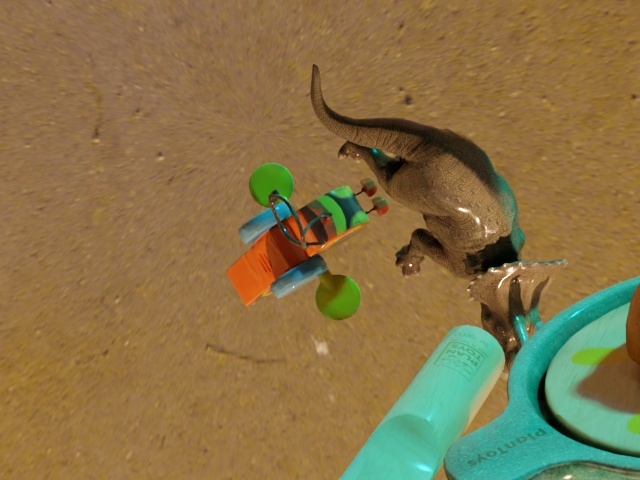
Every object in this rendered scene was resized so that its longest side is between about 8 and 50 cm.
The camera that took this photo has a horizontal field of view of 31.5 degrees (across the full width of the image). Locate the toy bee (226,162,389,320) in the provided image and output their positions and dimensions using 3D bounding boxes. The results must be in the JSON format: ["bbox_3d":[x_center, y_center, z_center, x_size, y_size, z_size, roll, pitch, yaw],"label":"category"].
[{"bbox_3d":[0.000,0.000,1.312,0.162,0.298,0.195,-27,104,-22],"label":"toy bee"}]

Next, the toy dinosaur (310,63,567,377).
[{"bbox_3d":[0.111,-0.038,0.958,0.121,0.160,0.314,-40,114,-24],"label":"toy dinosaur"}]

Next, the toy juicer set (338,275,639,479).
[{"bbox_3d":[0.131,0.029,0.394,0.329,0.209,0.090,-13,110,13],"label":"toy juicer set"}]
